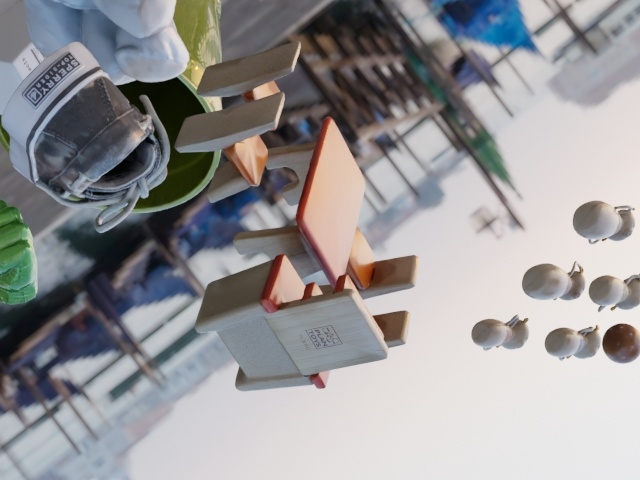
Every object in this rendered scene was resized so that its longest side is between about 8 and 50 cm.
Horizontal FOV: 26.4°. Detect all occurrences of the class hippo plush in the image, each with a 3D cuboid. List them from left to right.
[{"bbox_3d":[-0.231,-0.334,1.545,0.237,0.294,0.234,-57,180,-27],"label":"hippo plush"}]

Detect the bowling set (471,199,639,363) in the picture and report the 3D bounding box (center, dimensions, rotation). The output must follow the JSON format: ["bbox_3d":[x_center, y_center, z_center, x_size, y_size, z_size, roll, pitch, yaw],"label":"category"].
[{"bbox_3d":[0.367,0.104,1.872,0.287,0.200,0.154,-48,153,20],"label":"bowling set"}]

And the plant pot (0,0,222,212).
[{"bbox_3d":[-0.307,-0.297,2.235,0.366,0.366,0.353,-38,-152,40],"label":"plant pot"}]

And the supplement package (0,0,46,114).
[{"bbox_3d":[-0.349,-0.250,1.756,0.105,0.105,0.179,15,-126,38],"label":"supplement package"}]

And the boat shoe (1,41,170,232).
[{"bbox_3d":[-0.173,-0.073,1.082,0.113,0.105,0.306,-45,-179,-12],"label":"boat shoe"}]

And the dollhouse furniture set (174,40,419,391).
[{"bbox_3d":[0.000,0.000,1.129,0.135,0.262,0.259,-15,-144,24],"label":"dollhouse furniture set"}]

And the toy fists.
[{"bbox_3d":[-0.545,-0.020,2.187,0.096,0.279,0.142,-20,134,-33],"label":"toy fists"}]
